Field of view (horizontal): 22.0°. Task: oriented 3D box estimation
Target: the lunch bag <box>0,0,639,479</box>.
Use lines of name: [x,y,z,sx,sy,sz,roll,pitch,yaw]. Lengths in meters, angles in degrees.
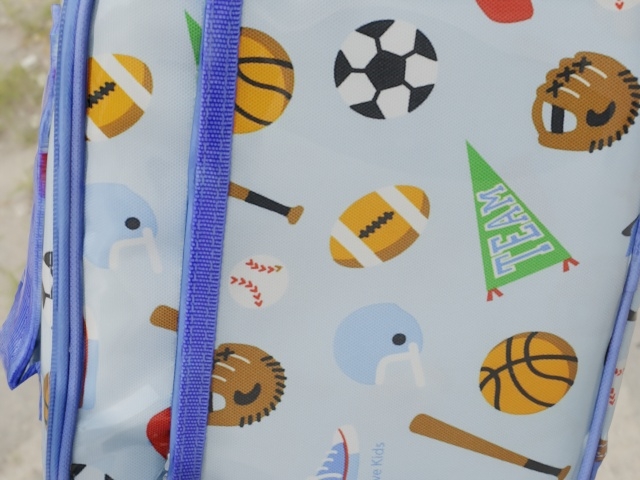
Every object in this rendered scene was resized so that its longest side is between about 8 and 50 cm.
lunch bag: [0.000,0.000,0.638,0.243,0.303,0.115,2,27,-12]
